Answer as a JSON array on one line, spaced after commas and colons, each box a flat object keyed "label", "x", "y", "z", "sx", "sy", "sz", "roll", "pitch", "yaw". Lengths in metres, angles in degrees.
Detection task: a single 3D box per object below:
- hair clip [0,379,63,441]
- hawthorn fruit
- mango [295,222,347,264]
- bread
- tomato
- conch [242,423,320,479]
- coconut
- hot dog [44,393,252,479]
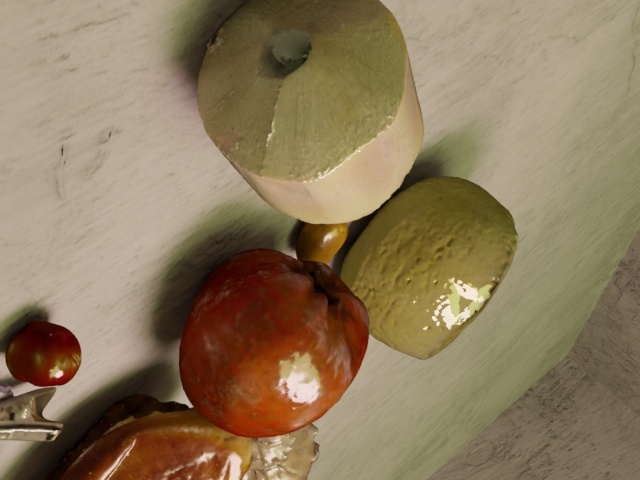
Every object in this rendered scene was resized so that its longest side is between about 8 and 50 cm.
[{"label": "hair clip", "x": -0.425, "y": 0.218, "z": 1.211, "sx": 0.292, "sy": 0.084, "sz": 0.106, "roll": -2, "pitch": 135, "yaw": -53}, {"label": "hawthorn fruit", "x": -0.062, "y": 0.145, "z": 1.475, "sx": 0.284, "sy": 0.284, "sz": 0.284, "roll": -38, "pitch": 156, "yaw": -21}, {"label": "mango", "x": 0.000, "y": 0.000, "z": 1.616, "sx": 0.080, "sy": 0.060, "sz": 0.114, "roll": -25, "pitch": 153, "yaw": -36}, {"label": "bread", "x": 0.185, "y": 0.041, "z": 1.805, "sx": 0.320, "sy": 0.237, "sz": 0.320, "roll": -46, "pitch": 172, "yaw": -8}, {"label": "tomato", "x": -0.323, "y": 0.131, "z": 1.240, "sx": 0.087, "sy": 0.087, "sz": 0.075, "roll": 2, "pitch": 99, "yaw": -61}, {"label": "conch", "x": -0.109, "y": 0.399, "z": 1.865, "sx": 0.324, "sy": 0.186, "sz": 0.263, "roll": 94, "pitch": 20, "yaw": -59}, {"label": "coconut", "x": -0.010, "y": -0.152, "z": 1.144, "sx": 0.239, "sy": 0.239, "sz": 0.244, "roll": -44, "pitch": 156, "yaw": -8}, {"label": "hot dog", "x": -0.291, "y": 0.385, "z": 1.523, "sx": 0.405, "sy": 0.223, "sz": 0.185, "roll": -54, "pitch": -163, "yaw": -11}]
